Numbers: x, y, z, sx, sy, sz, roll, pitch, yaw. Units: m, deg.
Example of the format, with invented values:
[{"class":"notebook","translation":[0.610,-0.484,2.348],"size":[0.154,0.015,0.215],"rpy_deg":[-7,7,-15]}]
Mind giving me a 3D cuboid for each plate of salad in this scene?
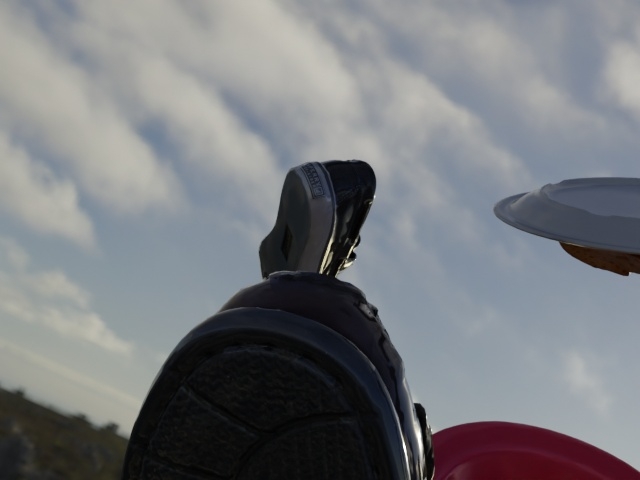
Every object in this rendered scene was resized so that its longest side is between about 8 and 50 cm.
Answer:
[{"class":"plate of salad","translation":[0.207,-0.004,0.857],"size":[0.199,0.048,0.200],"rpy_deg":[1,13,0]}]

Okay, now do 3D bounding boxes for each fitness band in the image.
[{"class":"fitness band","translation":[0.141,0.207,0.772],"size":[0.209,0.054,0.291],"rpy_deg":[0,33,-8]}]

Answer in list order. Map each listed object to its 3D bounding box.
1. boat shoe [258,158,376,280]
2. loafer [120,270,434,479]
[{"class":"boat shoe","translation":[0.000,0.000,1.171],"size":[0.076,0.080,0.228],"rpy_deg":[-14,-29,-18]},{"class":"loafer","translation":[-0.009,0.121,0.535],"size":[0.109,0.095,0.303],"rpy_deg":[13,-50,15]}]
